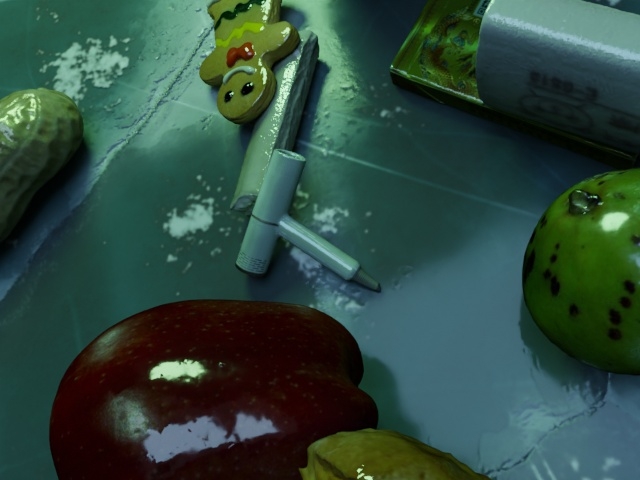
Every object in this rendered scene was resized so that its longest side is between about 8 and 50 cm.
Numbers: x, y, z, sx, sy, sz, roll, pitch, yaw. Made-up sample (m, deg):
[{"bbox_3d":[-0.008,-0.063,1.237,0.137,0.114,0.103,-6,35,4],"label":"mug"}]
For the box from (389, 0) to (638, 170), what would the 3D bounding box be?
[{"bbox_3d":[0.259,-0.217,0.842,0.311,0.043,0.173,26,80,21],"label":"box"}]

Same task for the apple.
[{"bbox_3d":[-0.098,0.198,0.676,0.317,0.288,0.288,-12,69,1],"label":"apple"}]

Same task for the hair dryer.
[{"bbox_3d":[0.004,-0.007,0.823,0.183,0.044,0.154,21,106,8],"label":"hair dryer"}]

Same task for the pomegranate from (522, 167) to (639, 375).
[{"bbox_3d":[0.314,0.045,0.672,0.211,0.211,0.263,-42,108,-1],"label":"pomegranate"}]

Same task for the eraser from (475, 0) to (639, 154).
[{"bbox_3d":[0.298,-0.154,0.692,0.270,0.174,0.094,23,81,20],"label":"eraser"}]

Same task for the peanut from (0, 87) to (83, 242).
[{"bbox_3d":[-0.440,-0.084,0.935,0.120,0.136,0.298,34,84,19],"label":"peanut"}]

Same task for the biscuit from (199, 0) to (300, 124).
[{"bbox_3d":[-0.101,-0.263,0.929,0.158,0.035,0.240,-19,59,28],"label":"biscuit"}]

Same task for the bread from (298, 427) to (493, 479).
[{"bbox_3d":[0.122,0.294,0.534,0.194,0.340,0.179,-52,24,-9],"label":"bread"}]

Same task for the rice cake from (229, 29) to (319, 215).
[{"bbox_3d":[-0.056,-0.152,0.900,0.057,0.052,0.256,9,74,21],"label":"rice cake"}]
